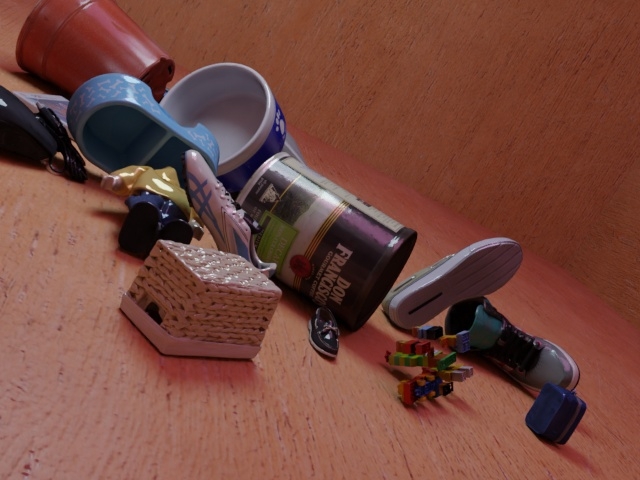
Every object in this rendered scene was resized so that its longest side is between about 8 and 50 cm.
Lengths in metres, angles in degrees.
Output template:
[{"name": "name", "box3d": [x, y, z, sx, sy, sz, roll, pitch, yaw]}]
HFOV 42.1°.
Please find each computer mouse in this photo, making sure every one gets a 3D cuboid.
[{"name": "computer mouse", "box3d": [-0.492, -0.200, 1.328, 0.188, 0.072, 0.272, 49, 16, 30]}]

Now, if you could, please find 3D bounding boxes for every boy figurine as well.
[{"name": "boy figurine", "box3d": [-0.268, -0.059, 1.325, 0.177, 0.092, 0.285, 29, 11, -20]}]

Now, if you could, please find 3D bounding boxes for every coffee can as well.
[{"name": "coffee can", "box3d": [0.000, 0.000, 1.446, 0.275, 0.202, 0.201, 32, 13, 14]}]

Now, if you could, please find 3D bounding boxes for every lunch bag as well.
[{"name": "lunch bag", "box3d": [0.413, 0.298, 1.441, 0.065, 0.098, 0.067, 28, 7, -21]}]

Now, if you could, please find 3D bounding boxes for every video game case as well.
[{"name": "video game case", "box3d": [-0.500, -0.243, 1.689, 0.201, 0.023, 0.183, 32, 13, 8]}]

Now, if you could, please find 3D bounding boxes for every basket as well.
[{"name": "basket", "box3d": [-0.145, 0.075, 1.046, 0.113, 0.103, 0.167, 38, 15, 36]}]

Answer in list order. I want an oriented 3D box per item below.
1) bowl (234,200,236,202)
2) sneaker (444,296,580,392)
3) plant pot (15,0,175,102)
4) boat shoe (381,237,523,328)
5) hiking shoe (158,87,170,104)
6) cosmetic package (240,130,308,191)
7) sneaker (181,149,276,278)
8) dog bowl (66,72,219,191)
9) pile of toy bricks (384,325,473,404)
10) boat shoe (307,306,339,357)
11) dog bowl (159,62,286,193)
[{"name": "bowl", "box3d": [-0.091, -0.061, 1.704, 0.170, 0.170, 0.080, -18, 94, -74]}, {"name": "sneaker", "box3d": [0.357, 0.198, 1.643, 0.178, 0.124, 0.295, 24, 5, -46]}, {"name": "plant pot", "box3d": [-0.493, -0.410, 1.884, 0.265, 0.272, 0.272, 40, 13, 5]}, {"name": "boat shoe", "box3d": [0.254, 0.070, 1.636, 0.094, 0.302, 0.109, 37, -31, 63]}, {"name": "hiking shoe", "box3d": [-0.477, -0.393, 2.126, 0.304, 0.113, 0.132, 28, 12, -9]}, {"name": "cosmetic package", "box3d": [-0.151, -0.220, 1.975, 0.197, 0.155, 0.365, 47, 6, -17]}, {"name": "sneaker", "box3d": [-0.144, -0.036, 1.284, 0.085, 0.086, 0.237, -90, 155, -79]}, {"name": "dog bowl", "box3d": [-0.305, -0.163, 1.463, 0.297, 0.166, 0.074, 35, 20, -34]}, {"name": "pile of toy bricks", "box3d": [0.155, 0.189, 1.325, 0.105, 0.118, 0.212, 0, 4, 33]}, {"name": "boat shoe", "box3d": [0.009, 0.140, 1.287, 0.046, 0.038, 0.125, 27, 12, -13]}, {"name": "dog bowl", "box3d": [-0.208, -0.229, 1.709, 0.265, 0.265, 0.104, 37, -9, 32]}]
